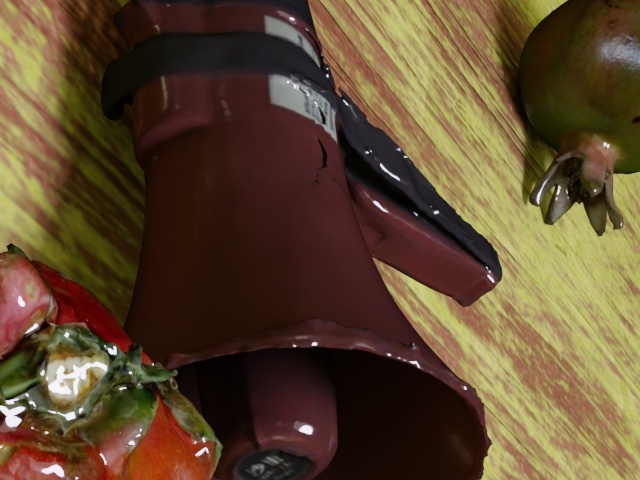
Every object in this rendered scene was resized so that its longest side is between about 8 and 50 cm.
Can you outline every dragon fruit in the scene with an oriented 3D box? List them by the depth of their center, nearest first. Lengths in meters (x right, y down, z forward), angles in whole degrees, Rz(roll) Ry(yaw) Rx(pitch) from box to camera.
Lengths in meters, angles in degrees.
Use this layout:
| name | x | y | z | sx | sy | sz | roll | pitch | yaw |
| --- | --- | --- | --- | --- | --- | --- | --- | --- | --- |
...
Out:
| name | x | y | z | sx | sy | sz | roll | pitch | yaw |
| --- | --- | --- | --- | --- | --- | --- | --- | --- | --- |
| dragon fruit | -0.102 | 0.102 | 0.521 | 0.269 | 0.200 | 0.198 | 46 | 39 | -43 |

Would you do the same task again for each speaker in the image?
| name | x | y | z | sx | sy | sz | roll | pitch | yaw |
| --- | --- | --- | --- | --- | --- | --- | --- | --- | --- |
| speaker | 0.007 | -0.006 | 0.781 | 0.259 | 0.198 | 0.329 | 12 | 47 | -13 |

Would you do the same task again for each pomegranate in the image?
| name | x | y | z | sx | sy | sz | roll | pitch | yaw |
| --- | --- | --- | --- | --- | --- | --- | --- | --- | --- |
| pomegranate | 0.259 | -0.116 | 1.381 | 0.181 | 0.181 | 0.224 | 45 | 57 | -42 |
